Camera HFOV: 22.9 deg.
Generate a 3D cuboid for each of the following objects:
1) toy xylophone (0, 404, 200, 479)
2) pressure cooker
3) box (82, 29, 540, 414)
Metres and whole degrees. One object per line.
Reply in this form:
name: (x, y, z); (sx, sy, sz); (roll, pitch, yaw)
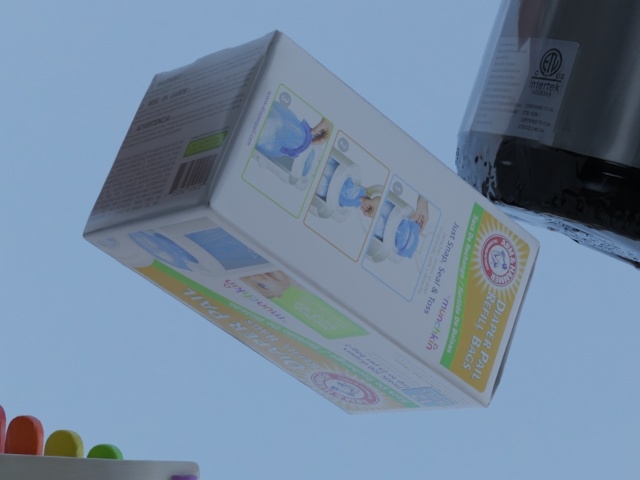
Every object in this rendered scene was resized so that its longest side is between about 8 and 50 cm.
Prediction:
toy xylophone: (-0.254, 0.276, 1.402); (0.323, 0.081, 0.236); (7, -93, 35)
pressure cooker: (0.315, -0.172, 1.082); (0.370, 0.375, 0.420); (17, -90, 23)
box: (0.000, 0.000, 0.820); (0.114, 0.203, 0.103); (-11, -129, 50)
